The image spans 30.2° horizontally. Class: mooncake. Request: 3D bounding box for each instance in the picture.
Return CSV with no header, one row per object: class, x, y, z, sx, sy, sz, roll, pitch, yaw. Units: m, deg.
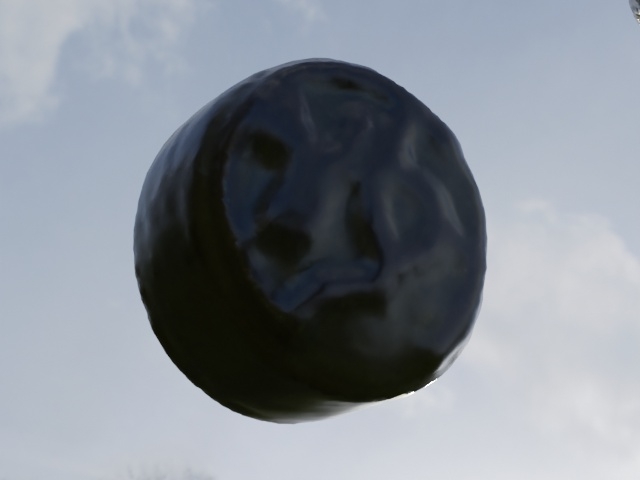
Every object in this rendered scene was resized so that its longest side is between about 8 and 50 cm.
mooncake,0.000,0.000,0.955,0.284,0.284,0.155,37,-30,-19

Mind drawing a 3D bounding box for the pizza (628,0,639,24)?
pizza,0.282,-0.155,0.631,0.181,0.034,0.262,-7,-3,-44
